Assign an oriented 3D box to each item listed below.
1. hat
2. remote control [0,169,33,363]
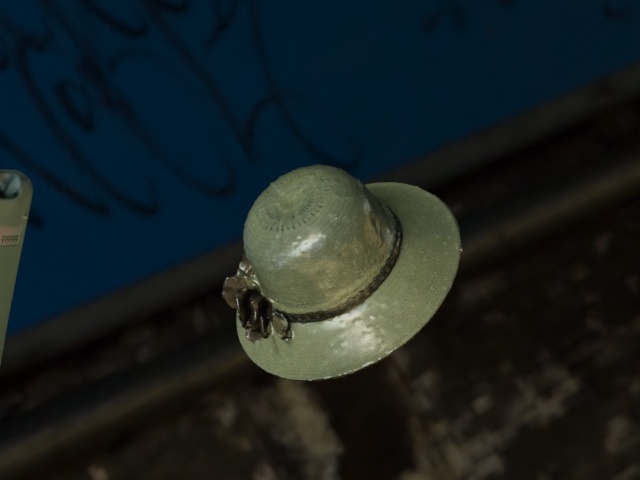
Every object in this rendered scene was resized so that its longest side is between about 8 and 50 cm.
[{"bbox_3d":[0.000,0.000,1.970,0.257,0.257,0.130,-32,-51,3],"label":"hat"},{"bbox_3d":[-0.265,0.092,1.461,0.103,0.051,0.293,-5,-73,-68],"label":"remote control"}]
